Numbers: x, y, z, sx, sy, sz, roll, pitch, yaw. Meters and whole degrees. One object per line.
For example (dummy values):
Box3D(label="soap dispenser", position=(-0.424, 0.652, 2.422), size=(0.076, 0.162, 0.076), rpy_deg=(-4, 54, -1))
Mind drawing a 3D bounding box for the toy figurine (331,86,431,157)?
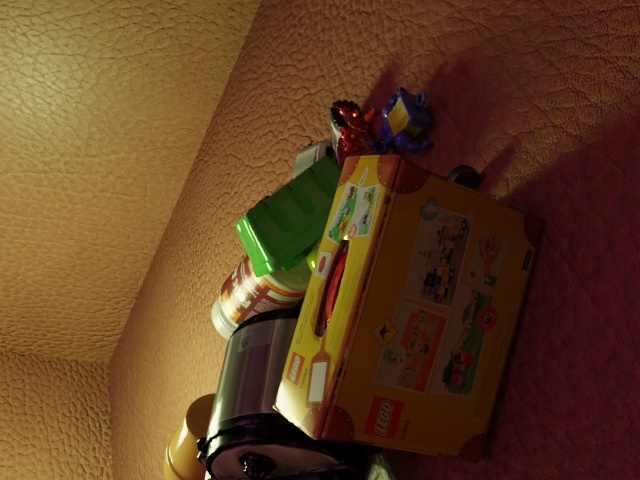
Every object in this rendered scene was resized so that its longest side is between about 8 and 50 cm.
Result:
Box3D(label="toy figurine", position=(0.191, -0.286, 1.645), size=(0.217, 0.191, 0.362), rpy_deg=(-47, 40, 34))

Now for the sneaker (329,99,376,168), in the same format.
Box3D(label="sneaker", position=(0.096, -0.276, 1.902), size=(0.112, 0.121, 0.299), rpy_deg=(93, 171, -55))

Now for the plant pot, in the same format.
Box3D(label="plant pot", position=(-0.307, 0.589, 1.899), size=(0.290, 0.291, 0.203), rpy_deg=(-116, 32, -51))

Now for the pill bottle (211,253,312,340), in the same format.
Box3D(label="pill bottle", position=(-0.185, 0.158, 2.063), size=(0.392, 0.224, 0.224), rpy_deg=(-48, 38, 40))

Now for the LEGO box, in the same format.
Box3D(label="LEGO box", position=(0.173, 0.135, 1.237), size=(0.193, 0.373, 0.499), rpy_deg=(10, 82, 62))

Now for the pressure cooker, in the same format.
Box3D(label="pressure cooker", position=(-0.074, 0.414, 1.468), size=(0.369, 0.376, 0.420), rpy_deg=(119, 163, -45))

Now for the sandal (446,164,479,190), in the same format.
Box3D(label="sandal", position=(0.268, -0.071, 1.497), size=(0.254, 0.097, 0.054), rpy_deg=(-50, 37, 21))

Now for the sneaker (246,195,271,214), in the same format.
Box3D(label="sneaker", position=(-0.196, -0.051, 2.320), size=(0.130, 0.109, 0.286), rpy_deg=(-48, 40, 31))

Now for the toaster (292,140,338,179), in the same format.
Box3D(label="toaster", position=(0.001, -0.215, 2.012), size=(0.146, 0.129, 0.226), rpy_deg=(-17, 60, 54))

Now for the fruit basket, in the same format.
Box3D(label="fruit basket", position=(0.000, 0.000, 1.771), size=(0.283, 0.392, 0.391), rpy_deg=(160, 121, -71))
